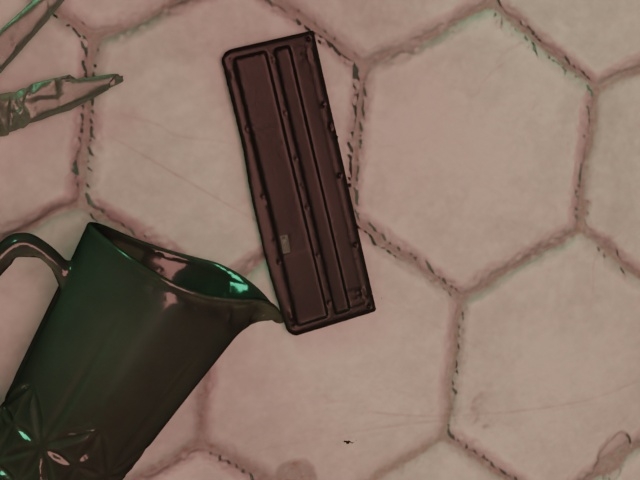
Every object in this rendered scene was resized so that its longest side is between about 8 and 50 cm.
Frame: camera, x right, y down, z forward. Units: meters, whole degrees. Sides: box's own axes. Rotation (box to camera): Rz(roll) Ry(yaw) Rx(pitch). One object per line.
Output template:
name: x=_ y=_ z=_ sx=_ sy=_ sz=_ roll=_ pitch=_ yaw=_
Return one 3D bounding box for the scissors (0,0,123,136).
scissors: x=-0.345 y=-0.085 z=0.922 sx=0.383 sy=0.029 sz=0.256 roll=-35 pitch=105 yaw=-10

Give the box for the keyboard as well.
keyboard: x=-0.004 y=0.000 z=1.052 sx=0.103 sy=0.041 sz=0.381 roll=-15 pitch=94 yaw=-16

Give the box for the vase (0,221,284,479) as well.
vase: x=-0.205 y=0.127 z=0.941 sx=0.251 sy=0.156 sz=0.301 roll=32 pitch=91 yaw=-23
